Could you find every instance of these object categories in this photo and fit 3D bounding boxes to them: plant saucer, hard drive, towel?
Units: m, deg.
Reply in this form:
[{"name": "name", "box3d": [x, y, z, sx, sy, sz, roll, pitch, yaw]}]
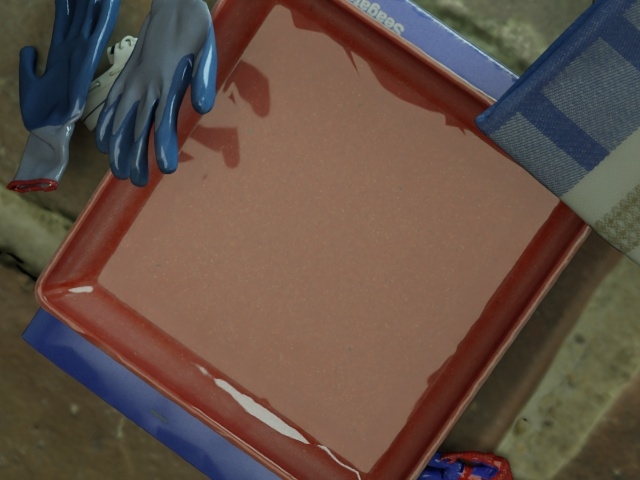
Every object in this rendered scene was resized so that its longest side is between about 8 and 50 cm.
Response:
[{"name": "plant saucer", "box3d": [0.000, 0.000, 0.985, 0.258, 0.048, 0.259, 35, 99, 5]}, {"name": "hard drive", "box3d": [-0.017, -0.008, 1.033, 0.210, 0.040, 0.319, 36, 98, 5]}, {"name": "towel", "box3d": [0.249, -0.045, 0.823, 0.285, 0.034, 0.209, 37, 114, -17]}]

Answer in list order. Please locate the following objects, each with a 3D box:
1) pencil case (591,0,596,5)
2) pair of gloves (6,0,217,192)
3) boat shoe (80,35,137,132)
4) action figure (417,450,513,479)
[{"name": "pencil case", "box3d": [0.347, -0.134, 0.899, 0.410, 0.183, 0.160, -14, 114, 6]}, {"name": "pair of gloves", "box3d": [-0.126, -0.102, 0.994, 0.198, 0.023, 0.159, -7, 63, 44]}, {"name": "boat shoe", "box3d": [-0.122, -0.114, 1.046, 0.100, 0.035, 0.035, -40, 90, 16]}, {"name": "action figure", "box3d": [0.079, 0.146, 1.029, 0.115, 0.030, 0.038, 13, 112, -3]}]
